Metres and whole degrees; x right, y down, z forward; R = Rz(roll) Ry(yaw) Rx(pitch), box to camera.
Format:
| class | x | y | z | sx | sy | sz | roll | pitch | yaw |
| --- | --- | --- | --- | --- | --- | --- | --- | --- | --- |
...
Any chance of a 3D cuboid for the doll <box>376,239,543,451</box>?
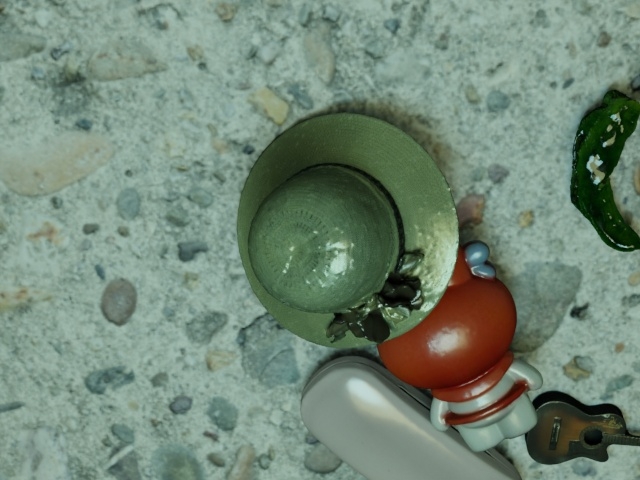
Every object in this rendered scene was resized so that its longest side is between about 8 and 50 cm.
| class | x | y | z | sx | sy | sz | roll | pitch | yaw |
| --- | --- | --- | --- | --- | --- | --- | --- | --- | --- |
| doll | 0.138 | 0.093 | 1.508 | 0.161 | 0.130 | 0.290 | -25 | 105 | 17 |

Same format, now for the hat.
| class | x | y | z | sx | sy | sz | roll | pitch | yaw |
| --- | --- | --- | --- | --- | --- | --- | --- | --- | --- |
| hat | 0.000 | 0.000 | 1.414 | 0.257 | 0.130 | 0.257 | 4 | 100 | 25 |

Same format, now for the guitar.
| class | x | y | z | sx | sy | sz | roll | pitch | yaw |
| --- | --- | --- | --- | --- | --- | --- | --- | --- | --- |
| guitar | 0.354 | 0.227 | 1.619 | 0.233 | 0.025 | 0.088 | 5 | 114 | -2 |

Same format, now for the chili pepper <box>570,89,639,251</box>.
| class | x | y | z | sx | sy | sz | roll | pitch | yaw |
| --- | --- | --- | --- | --- | --- | --- | --- | --- | --- |
| chili pepper | 0.302 | -0.069 | 1.472 | 0.073 | 0.050 | 0.182 | -7 | 116 | -2 |

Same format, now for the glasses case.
| class | x | y | z | sx | sy | sz | roll | pitch | yaw |
| --- | --- | --- | --- | --- | --- | --- | --- | --- | --- |
| glasses case | 0.108 | 0.242 | 1.603 | 0.297 | 0.075 | 0.113 | 38 | 116 | -16 |
